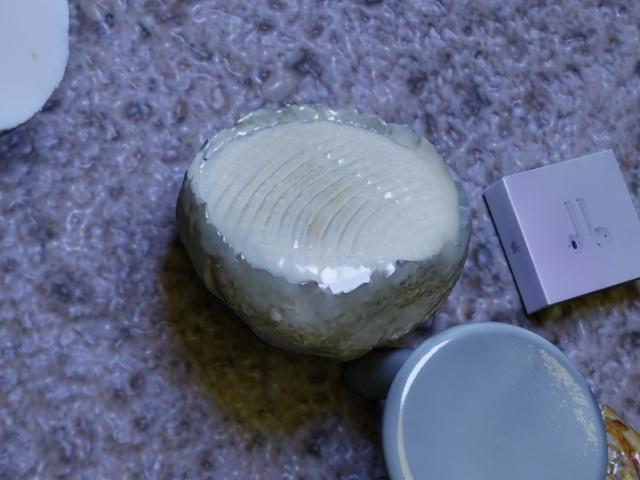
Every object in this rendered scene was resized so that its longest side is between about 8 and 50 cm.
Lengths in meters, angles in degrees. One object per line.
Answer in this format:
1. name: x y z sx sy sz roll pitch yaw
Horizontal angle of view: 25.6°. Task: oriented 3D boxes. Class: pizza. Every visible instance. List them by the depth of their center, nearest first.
1. pizza: 0.269 0.234 1.289 0.176 0.036 0.185 -1 60 -41

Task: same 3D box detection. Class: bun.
1. bun: 0.000 0.000 1.222 0.259 0.152 0.259 4 41 -3

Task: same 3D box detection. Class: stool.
1. stool: 0.116 0.185 1.193 0.195 0.199 0.195 17 68 -12

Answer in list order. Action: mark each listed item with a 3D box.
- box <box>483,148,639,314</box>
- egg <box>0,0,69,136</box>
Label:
1. box: 0.243 -0.009 1.373 0.130 0.051 0.129 -15 79 -22
2. egg: -0.375 -0.184 1.129 0.337 0.201 0.337 26 47 -31
